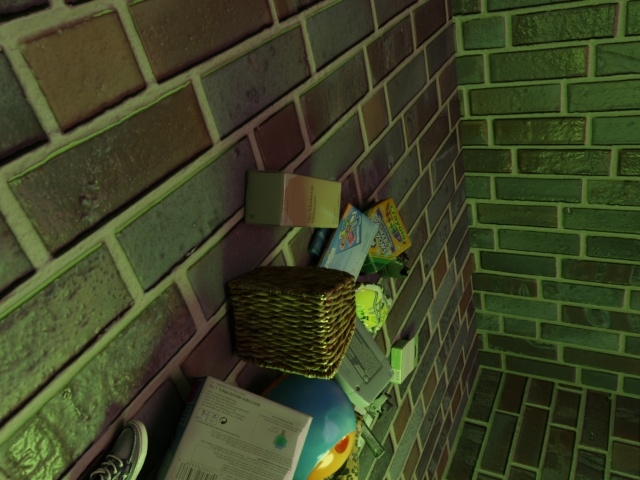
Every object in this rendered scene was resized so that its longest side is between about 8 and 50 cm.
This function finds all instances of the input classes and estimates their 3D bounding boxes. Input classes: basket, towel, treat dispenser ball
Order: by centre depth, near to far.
[{"bbox_3d":[-0.059,0.194,1.361,0.213,0.299,0.222,-27,115,-58],"label":"basket"},{"bbox_3d":[-0.046,0.506,1.445,0.288,0.288,0.288,-16,109,-59],"label":"treat dispenser ball"},{"bbox_3d":[0.000,0.000,1.704,0.067,0.029,0.119,57,47,-47],"label":"towel"}]

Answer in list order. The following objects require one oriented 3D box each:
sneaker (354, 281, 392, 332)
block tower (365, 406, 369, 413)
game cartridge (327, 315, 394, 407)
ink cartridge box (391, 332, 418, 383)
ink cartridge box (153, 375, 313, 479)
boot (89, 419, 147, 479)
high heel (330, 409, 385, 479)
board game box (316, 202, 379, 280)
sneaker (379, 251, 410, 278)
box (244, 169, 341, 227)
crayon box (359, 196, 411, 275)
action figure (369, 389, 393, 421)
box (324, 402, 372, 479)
[{"bbox_3d":[0.166,0.241,1.925,0.385,0.145,0.147,37,63,-55],"label":"sneaker"},{"bbox_3d":[0.145,0.616,2.003,0.335,0.091,0.097,-63,145,-34],"label":"block tower"},{"bbox_3d":[0.083,0.332,1.574,0.198,0.062,0.297,-33,88,-42],"label":"game cartridge"},{"bbox_3d":[0.393,0.543,2.467,0.235,0.056,0.171,-21,113,-61],"label":"ink cartridge box"},{"bbox_3d":[-0.218,0.531,1.156,0.270,0.151,0.395,26,64,-12],"label":"ink cartridge box"},{"bbox_3d":[-0.402,0.448,1.027,0.086,0.069,0.189,28,73,-62],"label":"boot"},{"bbox_3d":[0.053,0.644,1.607,0.261,0.093,0.186,-34,83,-30],"label":"high heel"},{"bbox_3d":[0.086,0.032,1.726,0.145,0.027,0.281,36,65,-25],"label":"board game box"},{"bbox_3d":[0.282,0.052,2.110,0.286,0.130,0.109,58,48,-46],"label":"sneaker"},{"bbox_3d":[-0.069,-0.109,1.469,0.311,0.121,0.147,-4,99,-60],"label":"box"},{"bbox_3d":[0.216,-0.029,1.931,0.323,0.083,0.203,-31,99,-49],"label":"crayon box"},{"bbox_3d":[0.131,0.477,1.823,0.099,0.285,0.185,-42,179,-9],"label":"action figure"},{"bbox_3d":[0.046,0.637,1.745,0.163,0.142,0.247,60,43,-25],"label":"box"}]
